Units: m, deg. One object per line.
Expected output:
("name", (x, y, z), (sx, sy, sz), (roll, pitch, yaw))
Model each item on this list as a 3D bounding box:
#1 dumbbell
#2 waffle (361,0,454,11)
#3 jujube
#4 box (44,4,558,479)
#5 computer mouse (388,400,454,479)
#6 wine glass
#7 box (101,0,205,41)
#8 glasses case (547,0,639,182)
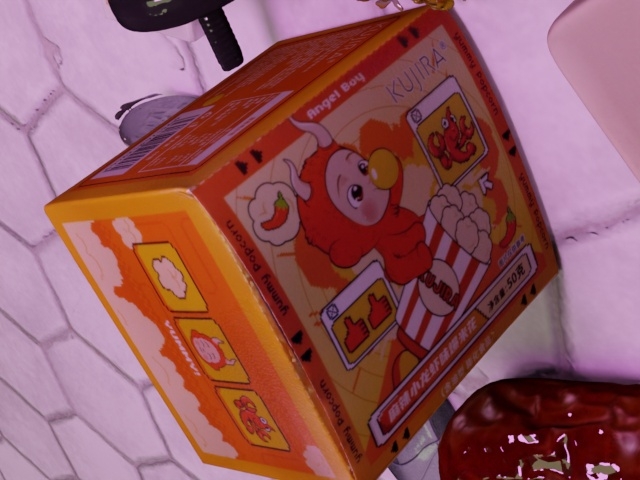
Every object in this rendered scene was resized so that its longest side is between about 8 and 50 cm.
("dumbbell", (-0.129, -0.271, 0.805), (0.143, 0.143, 0.326), (13, 139, 40))
("waffle", (0.038, -0.251, 0.730), (0.193, 0.070, 0.197), (15, 136, 38))
("jujube", (0.213, 0.190, 0.897), (0.230, 0.155, 0.155), (-16, 111, 46))
("box", (0.000, 0.000, 0.819), (0.213, 0.283, 0.260), (-4, 121, 50))
("computer mouse", (0.099, 0.210, 1.104), (0.113, 0.068, 0.229), (-22, 107, 52))
("wine glass", (-0.141, -0.042, 1.082), (0.111, 0.111, 0.204), (21, 134, 34))
("box", (-0.168, -0.292, 0.939), (0.122, 0.032, 0.220), (21, 136, 31))
("glasses case", (0.291, -0.037, 0.651), (0.336, 0.076, 0.144), (53, 144, -7))
